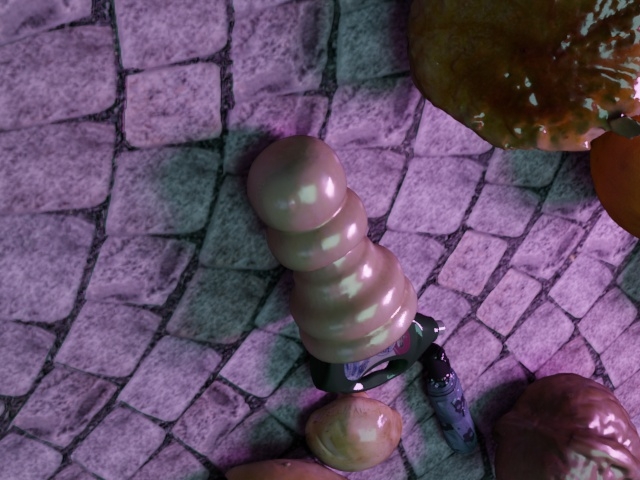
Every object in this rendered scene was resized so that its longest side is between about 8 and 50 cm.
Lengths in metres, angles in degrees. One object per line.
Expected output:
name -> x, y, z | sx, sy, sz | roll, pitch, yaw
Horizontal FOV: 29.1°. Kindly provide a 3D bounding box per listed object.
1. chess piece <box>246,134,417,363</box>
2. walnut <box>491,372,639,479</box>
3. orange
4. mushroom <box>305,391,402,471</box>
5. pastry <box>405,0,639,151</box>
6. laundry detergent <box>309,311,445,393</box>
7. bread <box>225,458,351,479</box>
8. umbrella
chess piece -> 0.000, 0.000, 1.571 | 0.167, 0.167, 0.300 | -34, 125, -10
walnut -> 0.391, 0.338, 1.983 | 0.248, 0.248, 0.248 | -17, 127, -23
orange -> 0.514, -0.118, 1.757 | 0.261, 0.261, 0.261 | -17, 127, -23
mushroom -> 0.050, 0.276, 1.796 | 0.148, 0.112, 0.148 | -1, 141, -1
pastry -> 0.250, -0.249, 1.487 | 0.329, 0.136, 0.330 | 3, 115, 7
laundry detergent -> 0.087, 0.150, 1.770 | 0.211, 0.063, 0.137 | -7, 112, -32
bread -> -0.003, 0.440, 1.804 | 0.192, 0.171, 0.314 | -12, 135, 10
umbrella -> 0.197, 0.246, 1.916 | 0.053, 0.052, 0.250 | -10, 133, 15
